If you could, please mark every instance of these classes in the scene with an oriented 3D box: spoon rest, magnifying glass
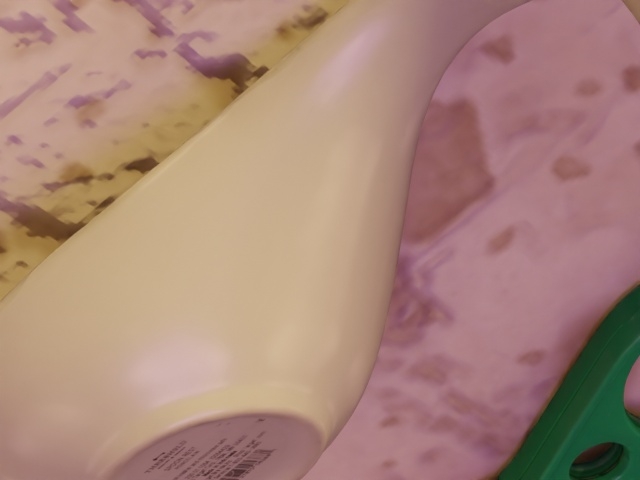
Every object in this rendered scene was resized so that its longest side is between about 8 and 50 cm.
[{"bbox_3d":[0.000,0.000,0.520,0.276,0.084,0.137,-38,145,30],"label":"spoon rest"},{"bbox_3d":[0.090,0.081,0.654,0.231,0.026,0.092,-41,131,15],"label":"magnifying glass"}]
